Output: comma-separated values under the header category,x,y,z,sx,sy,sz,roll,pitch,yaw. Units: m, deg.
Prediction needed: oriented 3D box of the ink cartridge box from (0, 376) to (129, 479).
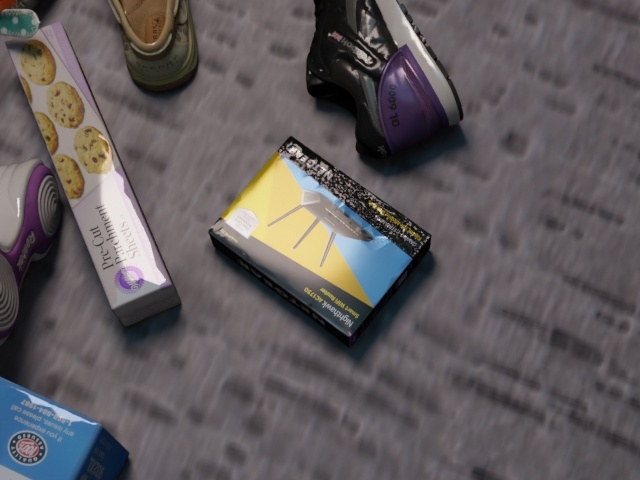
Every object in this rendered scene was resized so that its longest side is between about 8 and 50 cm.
category,x,y,z,sx,sy,sz,roll,pitch,yaw
ink cartridge box,-0.346,0.270,1.144,0.223,0.129,0.307,23,72,10

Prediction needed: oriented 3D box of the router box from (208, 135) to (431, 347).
category,x,y,z,sx,sy,sz,roll,pitch,yaw
router box,0.000,0.000,1.271,0.179,0.046,0.133,35,75,14

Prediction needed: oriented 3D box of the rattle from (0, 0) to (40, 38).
category,x,y,z,sx,sy,sz,roll,pitch,yaw
rattle,-0.385,-0.217,1.324,0.200,0.130,0.143,-47,28,17

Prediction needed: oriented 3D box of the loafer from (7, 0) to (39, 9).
category,x,y,z,sx,sy,sz,roll,pitch,yaw
loafer,-0.371,-0.348,1.409,0.251,0.094,0.087,47,50,11

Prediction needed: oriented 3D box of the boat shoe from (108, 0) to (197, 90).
category,x,y,z,sx,sy,sz,roll,pitch,yaw
boat shoe,-0.189,-0.302,1.370,0.104,0.089,0.285,-16,69,-3

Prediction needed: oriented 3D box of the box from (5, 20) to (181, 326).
category,x,y,z,sx,sy,sz,roll,pitch,yaw
box,-0.232,-0.072,1.301,0.067,0.063,0.324,-23,70,-5

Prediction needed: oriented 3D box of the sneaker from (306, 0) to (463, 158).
category,x,y,z,sx,sy,sz,roll,pitch,yaw
sneaker,0.024,-0.214,1.323,0.124,0.107,0.283,-30,71,-2

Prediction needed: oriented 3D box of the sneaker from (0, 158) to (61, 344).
category,x,y,z,sx,sy,sz,roll,pitch,yaw
sneaker,-0.348,0.023,1.198,0.152,0.114,0.305,-3,26,9
